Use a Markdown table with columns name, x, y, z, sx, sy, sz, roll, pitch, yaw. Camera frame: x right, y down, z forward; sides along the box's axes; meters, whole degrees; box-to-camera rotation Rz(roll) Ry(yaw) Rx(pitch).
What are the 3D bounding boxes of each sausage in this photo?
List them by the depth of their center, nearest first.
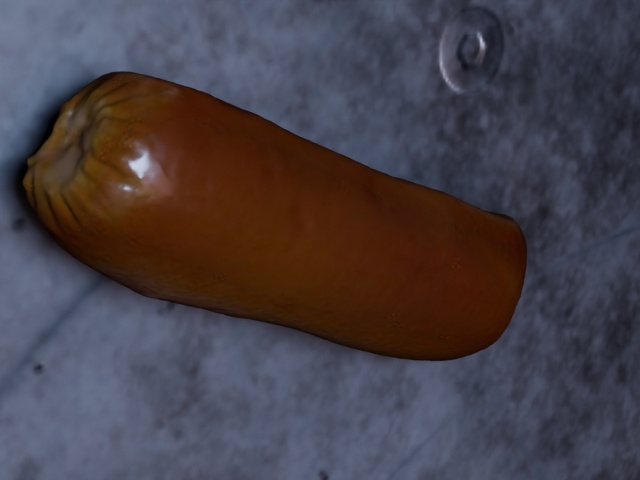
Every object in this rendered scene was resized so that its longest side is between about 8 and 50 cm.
| name | x | y | z | sx | sy | sz | roll | pitch | yaw |
| --- | --- | --- | --- | --- | --- | --- | --- | --- | --- |
| sausage | 0.000 | 0.000 | 0.625 | 0.300 | 0.083 | 0.089 | 17 | 79 | -42 |
